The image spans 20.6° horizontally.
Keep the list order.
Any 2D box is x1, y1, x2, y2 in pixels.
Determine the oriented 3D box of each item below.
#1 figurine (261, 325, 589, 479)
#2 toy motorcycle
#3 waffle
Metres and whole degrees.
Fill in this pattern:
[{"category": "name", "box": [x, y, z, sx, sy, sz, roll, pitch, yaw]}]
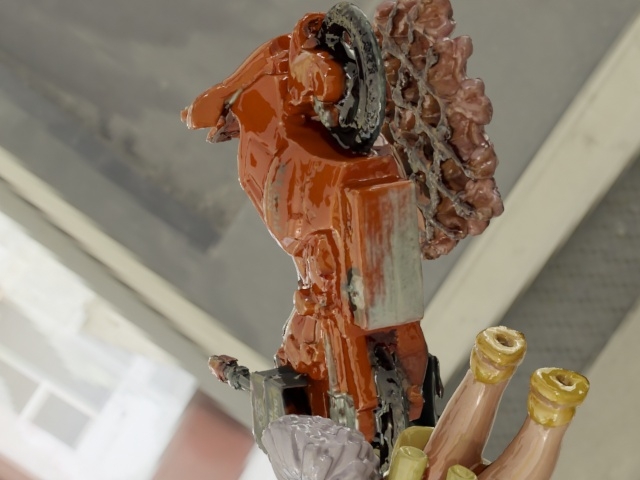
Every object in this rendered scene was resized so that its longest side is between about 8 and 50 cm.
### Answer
[{"category": "figurine", "box": [0.058, 0.156, 0.850, 0.116, 0.175, 0.240, -20, -44, -35]}, {"category": "toy motorcycle", "box": [0.000, 0.000, 1.173, 0.221, 0.148, 0.326, -156, 59, -64]}, {"category": "waffle", "box": [0.081, -0.095, 1.482, 0.055, 0.221, 0.234, -12, -7, -24]}]
